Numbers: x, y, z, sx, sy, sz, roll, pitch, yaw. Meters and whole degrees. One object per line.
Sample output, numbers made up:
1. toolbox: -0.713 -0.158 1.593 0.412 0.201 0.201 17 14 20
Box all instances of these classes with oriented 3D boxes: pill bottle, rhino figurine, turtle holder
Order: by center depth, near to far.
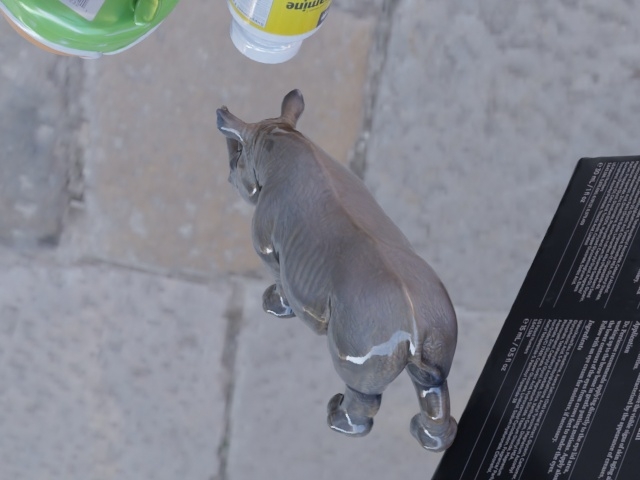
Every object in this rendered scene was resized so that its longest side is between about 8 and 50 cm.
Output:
1. rhino figurine: 0.000 0.000 0.848 0.073 0.243 0.106 -19 139 -18
2. pill bottle: -0.033 -0.254 1.489 0.103 0.103 0.184 13 145 -7
3. turtle holder: -0.276 -0.367 1.838 0.243 0.320 0.227 3 169 -22

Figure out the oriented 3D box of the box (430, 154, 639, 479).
1. box: 0.196 0.072 0.845 0.184 0.261 0.103 -4 134 40
